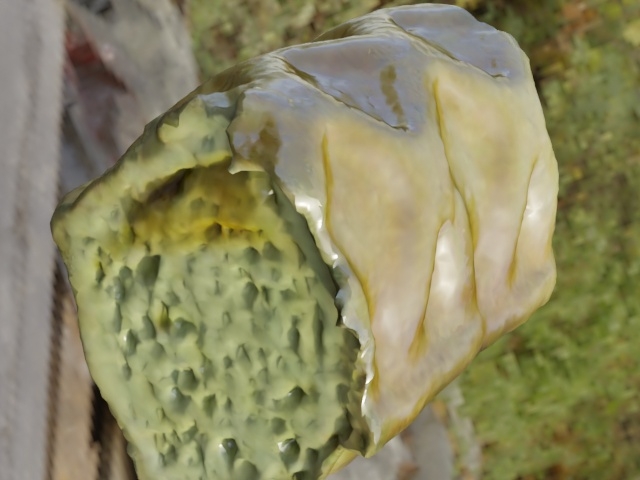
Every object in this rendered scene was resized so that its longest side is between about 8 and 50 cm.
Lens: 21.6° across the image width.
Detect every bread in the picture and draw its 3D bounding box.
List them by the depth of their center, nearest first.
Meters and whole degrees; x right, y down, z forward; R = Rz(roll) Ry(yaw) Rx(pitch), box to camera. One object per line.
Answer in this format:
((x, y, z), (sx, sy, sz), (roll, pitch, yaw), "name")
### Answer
((0.001, 0.006, 0.849), (0.196, 0.238, 0.252), (52, 41, 1), "bread")
